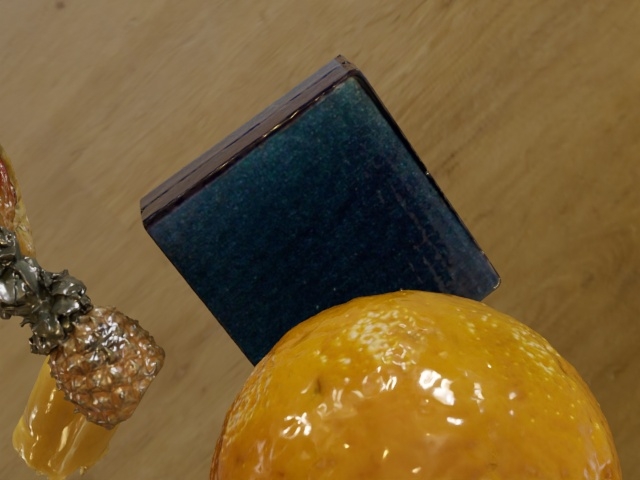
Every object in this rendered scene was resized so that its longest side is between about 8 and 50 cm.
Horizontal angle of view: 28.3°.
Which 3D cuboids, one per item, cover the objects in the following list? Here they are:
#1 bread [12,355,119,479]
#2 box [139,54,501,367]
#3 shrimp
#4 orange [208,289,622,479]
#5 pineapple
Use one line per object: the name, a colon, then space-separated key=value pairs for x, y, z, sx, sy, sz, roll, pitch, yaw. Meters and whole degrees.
bread: x=-0.265 y=0.180 z=1.434 sx=0.085 sy=0.134 sz=0.173 roll=38 pitch=120 yaw=19
box: x=0.000 y=0.000 z=1.306 sx=0.261 sy=0.116 sz=0.279 roll=-35 pitch=110 yaw=3
shrimp: x=-0.393 y=-0.061 z=1.506 sx=0.063 sy=0.152 sz=0.287 roll=-17 pitch=145 yaw=-7
orange: x=0.071 y=0.198 z=1.029 sx=0.341 sy=0.293 sz=0.340 roll=-9 pitch=140 yaw=-8
pineapple: x=-0.264 y=0.077 z=1.260 sx=0.237 sy=0.111 sz=0.119 roll=43 pitch=145 yaw=-9
